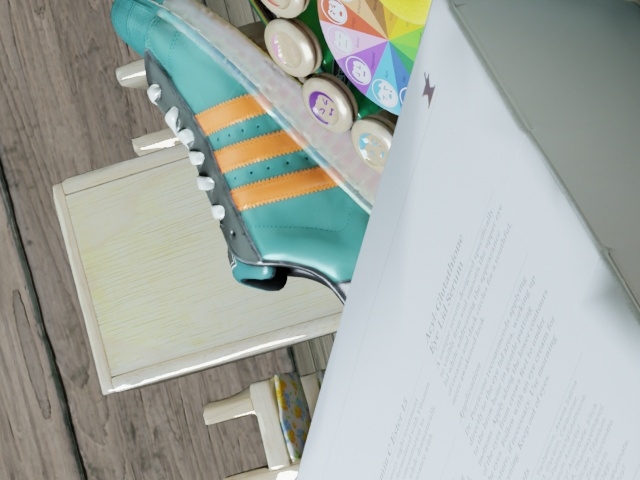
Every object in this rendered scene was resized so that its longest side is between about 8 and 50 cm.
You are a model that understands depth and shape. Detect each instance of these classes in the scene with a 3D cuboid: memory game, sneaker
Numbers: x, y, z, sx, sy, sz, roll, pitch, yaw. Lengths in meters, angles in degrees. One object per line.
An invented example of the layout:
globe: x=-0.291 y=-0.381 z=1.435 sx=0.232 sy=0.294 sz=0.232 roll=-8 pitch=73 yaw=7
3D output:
memory game: x=0.034 y=-0.104 z=0.960 sx=0.186 sy=0.012 sz=0.186 roll=31 pitch=143 yaw=27
sneaker: x=-0.037 y=-0.042 z=1.135 sx=0.302 sy=0.121 sz=0.108 roll=43 pitch=-175 yaw=12

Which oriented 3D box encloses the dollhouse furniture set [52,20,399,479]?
dollhouse furniture set: x=0.000 y=0.000 z=1.429 sx=0.394 sy=0.257 sz=0.362 roll=2 pitch=-107 yaw=-74

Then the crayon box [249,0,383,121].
crayon box: x=-0.010 y=-0.182 z=1.143 sx=0.165 sy=0.081 sz=0.278 roll=57 pitch=179 yaw=-16

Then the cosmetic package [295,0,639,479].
cosmetic package: x=0.074 y=0.137 z=0.677 sx=0.284 sy=0.097 sz=0.377 roll=-114 pitch=33 yaw=-51

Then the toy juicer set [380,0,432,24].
toy juicer set: x=0.014 y=-0.255 z=0.724 sx=0.209 sy=0.089 sz=0.329 roll=39 pitch=152 yaw=24
